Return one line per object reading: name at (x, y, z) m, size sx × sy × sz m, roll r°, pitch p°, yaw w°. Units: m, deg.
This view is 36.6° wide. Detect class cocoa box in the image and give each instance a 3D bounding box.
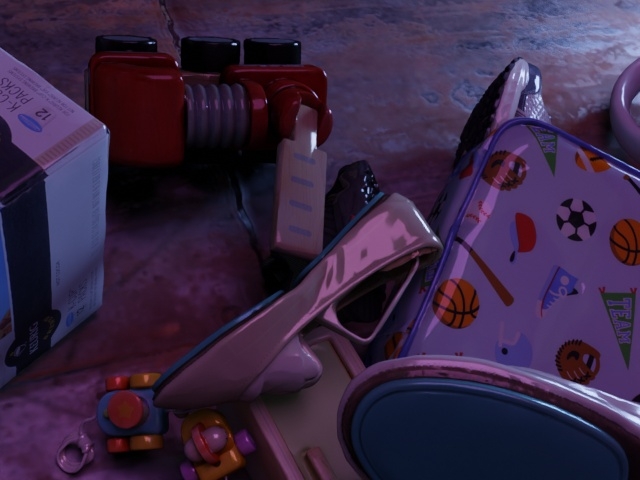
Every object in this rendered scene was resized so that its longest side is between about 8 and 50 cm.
cocoa box at (-0.361, -0.045, 0.713) m, size 0.347 × 0.231 × 0.228 m, roll 37°, pitch 53°, yaw 13°

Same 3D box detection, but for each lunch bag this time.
lunch bag at (0.186, 0.067, 0.813) m, size 0.243 × 0.115 × 0.303 m, roll 28°, pitch 74°, yaw -7°

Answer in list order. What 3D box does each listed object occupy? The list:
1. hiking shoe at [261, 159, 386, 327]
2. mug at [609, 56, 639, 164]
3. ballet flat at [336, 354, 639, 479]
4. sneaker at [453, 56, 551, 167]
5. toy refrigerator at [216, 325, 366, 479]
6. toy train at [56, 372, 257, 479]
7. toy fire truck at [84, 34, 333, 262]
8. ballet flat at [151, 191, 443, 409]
hiking shoe at (0.000, 0.000, 0.877) m, size 0.114 × 0.086 × 0.227 m, roll -14°, pitch 26°, yaw 16°
mug at (0.513, -0.167, 1.071) m, size 0.374 × 0.276 × 0.328 m, roll -11°, pitch 45°, yaw 14°
ballet flat at (0.204, 0.161, 0.672) m, size 0.400 × 0.139 × 0.139 m, roll 16°, pitch 51°, yaw 0°
sneaker at (0.204, -0.059, 0.987) m, size 0.122 × 0.110 × 0.283 m, roll 19°, pitch 60°, yaw -9°
toy refrigerator at (0.027, 0.200, 0.725) m, size 0.102 × 0.094 × 0.269 m, roll -18°, pitch 61°, yaw -24°
toy train at (-0.119, 0.170, 0.709) m, size 0.166 × 0.046 × 0.125 m, roll 34°, pitch 84°, yaw 16°
toy fire truck at (-0.085, -0.088, 0.845) m, size 0.217 × 0.158 × 0.246 m, roll -2°, pitch 17°, yaw -19°
ballet flat at (-0.007, 0.059, 0.709) m, size 0.248 × 0.086 × 0.086 m, roll -40°, pitch 71°, yaw -18°
